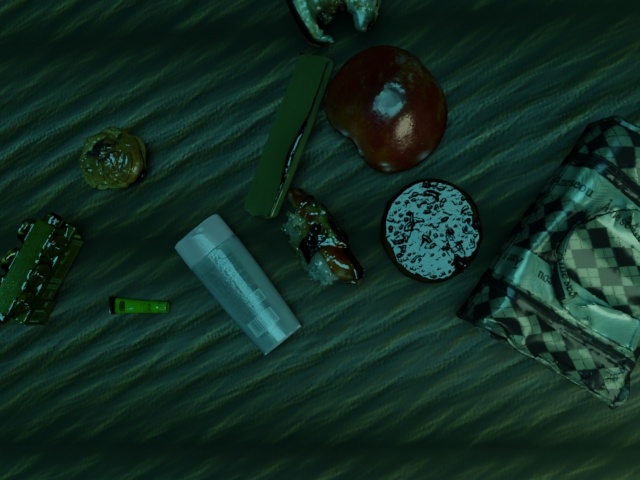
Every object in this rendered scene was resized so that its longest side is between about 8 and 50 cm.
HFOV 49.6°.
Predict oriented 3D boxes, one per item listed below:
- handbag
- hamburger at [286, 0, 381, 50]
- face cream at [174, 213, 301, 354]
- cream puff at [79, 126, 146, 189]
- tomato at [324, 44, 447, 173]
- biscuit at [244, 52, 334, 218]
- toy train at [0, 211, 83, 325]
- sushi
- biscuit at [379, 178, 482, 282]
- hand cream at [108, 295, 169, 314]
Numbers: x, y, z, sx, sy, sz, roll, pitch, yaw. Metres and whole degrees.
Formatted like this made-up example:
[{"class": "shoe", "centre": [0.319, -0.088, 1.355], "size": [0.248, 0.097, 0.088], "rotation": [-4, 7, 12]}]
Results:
[{"class": "handbag", "centre": [0.477, 0.049, 1.170], "size": [0.317, 0.180, 0.416], "rotation": [35, 92, -6]}, {"class": "hamburger", "centre": [0.003, -0.503, 1.236], "size": [0.168, 0.192, 0.287], "rotation": [-19, 112, 12]}, {"class": "face cream", "centre": [-0.151, 0.081, 1.291], "size": [0.107, 0.073, 0.269], "rotation": [-40, 85, 0]}, {"class": "cream puff", "centre": [-0.398, -0.154, 1.316], "size": [0.133, 0.104, 0.119], "rotation": [-27, 92, 7]}, {"class": "tomato", "centre": [0.120, -0.245, 1.229], "size": [0.233, 0.139, 0.200], "rotation": [44, 88, 7]}, {"class": "biscuit", "centre": [-0.057, -0.191, 1.285], "size": [0.099, 0.038, 0.322], "rotation": [22, 92, 47]}, {"class": "toy train", "centre": [-0.534, 0.055, 1.312], "size": [0.090, 0.137, 0.225], "rotation": [29, 89, 11]}, {"class": "sushi", "centre": [-0.003, 0.002, 1.264], "size": [0.103, 0.097, 0.226], "rotation": [-30, 71, 0]}, {"class": "biscuit", "centre": [0.200, -0.017, 1.262], "size": [0.192, 0.049, 0.192], "rotation": [-1, 82, 8]}, {"class": "hand cream", "centre": [-0.353, 0.128, 1.342], "size": [0.122, 0.023, 0.036], "rotation": [1, 93, 11]}]
